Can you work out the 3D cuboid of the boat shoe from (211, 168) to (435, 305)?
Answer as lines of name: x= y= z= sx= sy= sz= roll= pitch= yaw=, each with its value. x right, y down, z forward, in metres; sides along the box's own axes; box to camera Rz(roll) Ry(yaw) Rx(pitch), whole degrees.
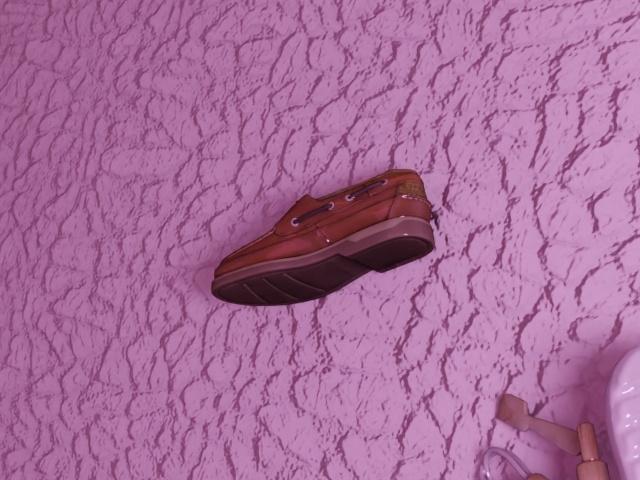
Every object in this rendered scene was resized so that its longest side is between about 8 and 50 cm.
boat shoe: x=0.000 y=0.000 z=1.309 sx=0.307 sy=0.111 sz=0.104 roll=-17 pitch=62 yaw=23

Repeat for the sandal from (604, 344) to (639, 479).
sandal: x=0.333 y=0.298 z=0.931 sx=0.102 sy=0.169 sz=0.416 roll=112 pitch=162 yaw=-67

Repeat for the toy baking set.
toy baking set: x=0.220 y=0.263 z=1.042 sx=0.197 sy=0.030 sz=0.256 roll=-38 pitch=49 yaw=55
